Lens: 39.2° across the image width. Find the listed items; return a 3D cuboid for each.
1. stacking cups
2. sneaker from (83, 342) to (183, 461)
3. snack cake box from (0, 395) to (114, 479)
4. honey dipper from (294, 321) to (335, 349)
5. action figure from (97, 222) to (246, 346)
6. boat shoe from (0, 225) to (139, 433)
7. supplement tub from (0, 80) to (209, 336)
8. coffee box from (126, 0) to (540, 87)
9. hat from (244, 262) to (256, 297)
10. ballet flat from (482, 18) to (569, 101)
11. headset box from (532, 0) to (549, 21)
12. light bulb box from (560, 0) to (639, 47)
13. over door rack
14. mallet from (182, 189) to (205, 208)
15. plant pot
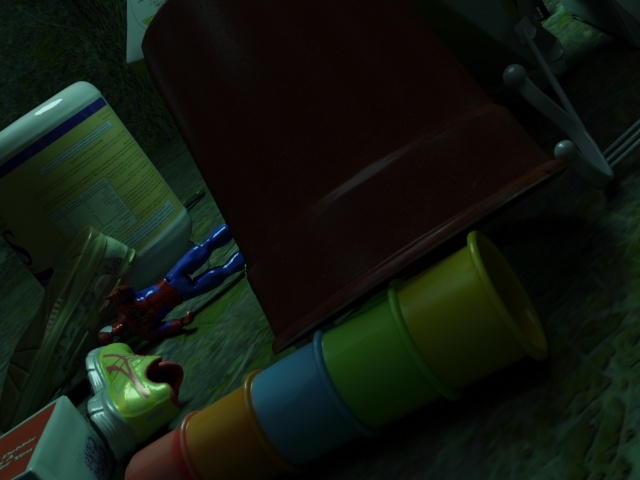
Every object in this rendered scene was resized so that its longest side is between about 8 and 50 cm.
[{"bbox_3d":[-0.002,0.107,0.632,0.316,0.096,0.096,-31,16,22],"label":"stacking cups"},{"bbox_3d":[-0.185,0.152,0.926,0.094,0.081,0.208,-29,21,-7],"label":"sneaker"},{"bbox_3d":[-0.326,0.272,0.816,0.264,0.089,0.152,-34,13,4],"label":"snack cake box"},{"bbox_3d":[0.033,0.047,0.856,0.161,0.030,0.030,-40,16,-28],"label":"honey dipper"},{"bbox_3d":[-0.169,0.051,1.141,0.280,0.091,0.139,-36,6,-5],"label":"action figure"},{"bbox_3d":[-0.329,0.125,1.172,0.104,0.089,0.285,11,75,58],"label":"boat shoe"},{"bbox_3d":[-0.343,-0.040,1.334,0.241,0.331,0.241,-32,15,10],"label":"supplement tub"},{"bbox_3d":[0.013,-0.342,1.029,0.338,0.334,0.337,-14,-18,36],"label":"coffee box"},{"bbox_3d":[-0.024,-0.061,0.894,0.173,0.183,0.208,18,62,39],"label":"hat"},{"bbox_3d":[0.173,-0.299,1.204,0.147,0.147,0.409,-36,32,-3],"label":"ballet flat"},{"bbox_3d":[0.318,-0.372,1.457,0.083,0.062,0.032,-23,18,34],"label":"headset box"},{"bbox_3d":[0.446,-0.448,1.103,0.361,0.225,0.358,-32,16,13],"label":"light bulb box"},{"bbox_3d":[0.274,-0.217,0.795,0.239,0.108,0.324,-45,20,28],"label":"over door rack"},{"bbox_3d":[-0.291,-0.065,1.878,0.062,0.039,0.190,-22,16,43],"label":"mallet"},{"bbox_3d":[0.008,-0.092,0.722,0.272,0.265,0.272,-32,-5,-3],"label":"plant pot"}]
